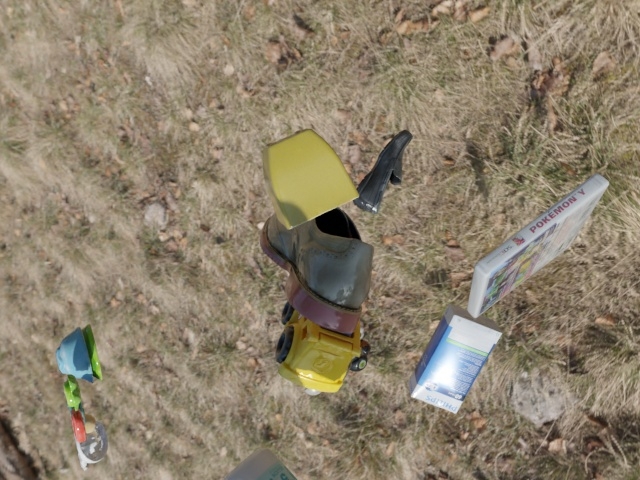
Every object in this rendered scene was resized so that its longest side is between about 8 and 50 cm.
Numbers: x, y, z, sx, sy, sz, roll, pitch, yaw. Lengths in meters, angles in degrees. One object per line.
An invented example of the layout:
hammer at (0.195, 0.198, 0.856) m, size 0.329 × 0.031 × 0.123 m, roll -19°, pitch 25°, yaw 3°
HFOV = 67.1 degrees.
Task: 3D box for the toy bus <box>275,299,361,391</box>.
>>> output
toy bus at (0.014, 0.159, 0.982) m, size 0.220 × 0.149 × 0.211 m, roll -86°, pitch 20°, yaw -51°

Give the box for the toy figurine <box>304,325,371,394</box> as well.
toy figurine at (0.032, 0.308, 1.324) m, size 0.213 × 0.209 × 0.148 m, roll -34°, pitch 80°, yaw 10°

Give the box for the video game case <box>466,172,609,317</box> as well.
video game case at (0.274, 0.018, 0.638) m, size 0.183 × 0.201 × 0.023 m, roll -36°, pitch 64°, yaw -3°

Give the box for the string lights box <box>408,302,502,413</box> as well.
string lights box at (0.345, 0.309, 1.260) m, size 0.133 × 0.077 × 0.259 m, roll 22°, pitch 107°, yaw -3°

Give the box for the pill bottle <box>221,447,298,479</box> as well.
pill bottle at (-0.041, 0.431, 0.657) m, size 0.264 × 0.146 × 0.146 m, roll 43°, pitch 113°, yaw 18°

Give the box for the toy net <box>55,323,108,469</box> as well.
toy net at (-0.294, 0.223, 0.616) m, size 0.122 × 0.045 × 0.232 m, roll 43°, pitch 135°, yaw 42°

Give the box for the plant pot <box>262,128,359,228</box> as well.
plant pot at (-0.021, -0.071, 0.509) m, size 0.081 × 0.081 × 0.083 m, roll -26°, pitch 105°, yaw -8°

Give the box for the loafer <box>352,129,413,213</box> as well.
loafer at (0.159, -0.159, 1.131) m, size 0.078 × 0.076 × 0.223 m, roll 32°, pitch 78°, yaw 10°

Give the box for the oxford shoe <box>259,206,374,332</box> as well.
oxford shoe at (0.000, 0.000, 0.716) m, size 0.130 × 0.123 × 0.348 m, roll -65°, pitch 26°, yaw 12°
